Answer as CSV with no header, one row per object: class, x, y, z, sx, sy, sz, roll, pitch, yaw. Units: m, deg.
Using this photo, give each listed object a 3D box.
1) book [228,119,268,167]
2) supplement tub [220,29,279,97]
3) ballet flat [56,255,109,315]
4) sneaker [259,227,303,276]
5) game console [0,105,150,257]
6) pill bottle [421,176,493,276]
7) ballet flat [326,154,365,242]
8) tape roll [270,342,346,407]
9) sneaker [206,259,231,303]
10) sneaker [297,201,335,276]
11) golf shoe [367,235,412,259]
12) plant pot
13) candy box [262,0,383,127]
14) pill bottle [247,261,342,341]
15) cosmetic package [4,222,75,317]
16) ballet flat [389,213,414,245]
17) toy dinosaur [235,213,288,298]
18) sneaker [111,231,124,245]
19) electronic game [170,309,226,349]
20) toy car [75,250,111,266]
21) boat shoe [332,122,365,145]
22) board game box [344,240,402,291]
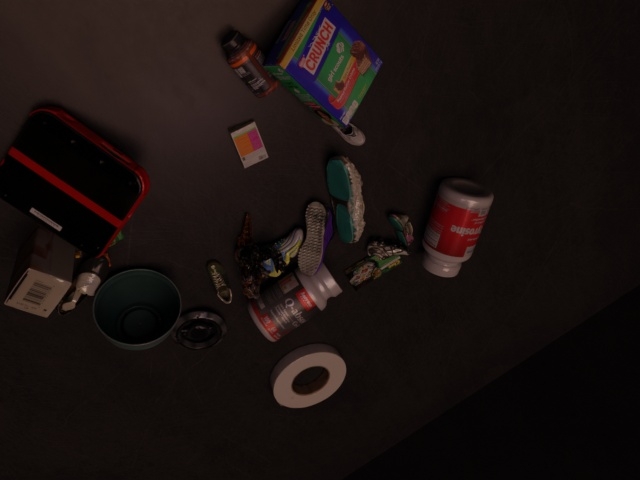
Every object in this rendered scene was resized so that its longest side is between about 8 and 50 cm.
book,-0.248,-0.334,1.680,0.096,0.035,0.144,-26,129,-10
supplement tub,-0.218,-0.550,1.501,0.106,0.106,0.198,-40,129,5
ballet flat,-0.829,0.169,1.683,0.095,0.096,0.280,32,115,-33
sneaker,-0.169,0.038,1.928,0.126,0.091,0.240,23,108,-30
game console,-0.755,-0.173,1.466,0.386,0.060,0.342,37,108,-13
pill bottle,0.583,-0.051,2.119,0.229,0.229,0.408,-3,123,-23
ballet flat,0.111,-0.176,1.907,0.147,0.147,0.409,-18,130,-13
tape roll,-0.061,0.683,2.422,0.392,0.072,0.392,-12,126,-17
sneaker,-0.394,0.170,1.917,0.064,0.086,0.192,-22,128,-10
sneaker,0.001,0.000,1.922,0.146,0.102,0.293,6,95,-61
golf shoe,0.300,0.046,2.132,0.198,0.077,0.094,14,111,-3
plant pot,-0.665,0.278,1.770,0.293,0.293,0.196,-5,150,-21
candy box,0.015,-0.563,1.536,0.317,0.122,0.268,33,82,-36
pill bottle,-0.106,0.242,2.017,0.363,0.210,0.210,-34,129,0
cosmetic package,-0.867,0.079,1.509,0.129,0.296,0.153,31,104,-35
ballet flat,0.361,-0.063,2.119,0.079,0.077,0.221,-47,135,-13
toy dinosaur,-0.268,0.073,1.849,0.164,0.218,0.322,-37,119,-30
sneaker,-0.702,-0.123,1.587,0.123,0.109,0.295,-26,129,-55
electronic game,-0.511,0.379,2.028,0.229,0.048,0.229,-7,126,-10
toy car,-0.801,0.075,1.698,0.122,0.040,0.060,4,120,-27
boat shoe,0.104,-0.403,1.771,0.066,0.063,0.184,-45,128,9
board game box,0.243,0.119,2.208,0.259,0.030,0.136,-31,127,-2
